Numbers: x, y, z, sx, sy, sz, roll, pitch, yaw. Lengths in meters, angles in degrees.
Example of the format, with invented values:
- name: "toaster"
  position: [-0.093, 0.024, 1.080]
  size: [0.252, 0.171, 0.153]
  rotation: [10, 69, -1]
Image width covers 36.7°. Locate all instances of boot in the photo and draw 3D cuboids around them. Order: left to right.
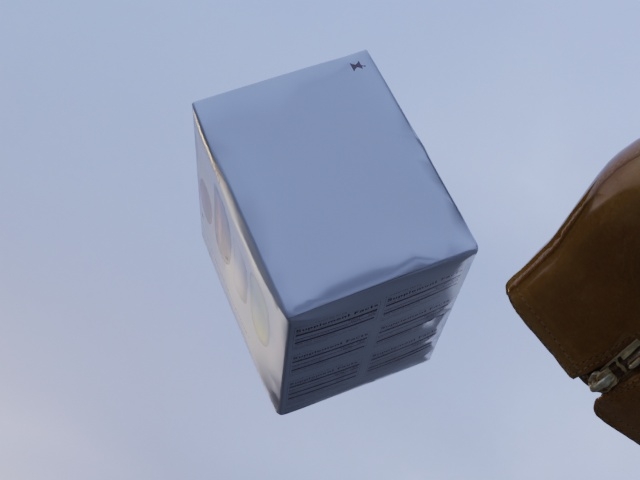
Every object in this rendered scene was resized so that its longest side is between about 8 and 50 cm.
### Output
- name: "boot"
  position: [0.258, 0.057, 0.484]
  size: [0.295, 0.104, 0.211]
  rotation: [40, -53, 6]

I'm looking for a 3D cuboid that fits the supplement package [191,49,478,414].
- name: "supplement package"
  position: [0.000, 0.000, 0.773]
  size: [0.149, 0.194, 0.203]
  rotation: [-19, -26, -14]
